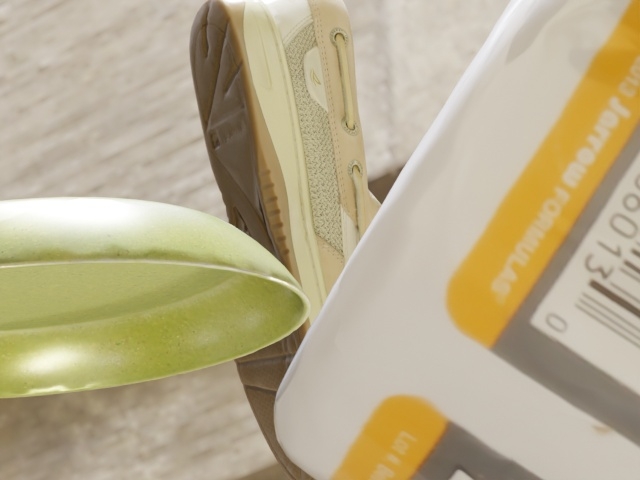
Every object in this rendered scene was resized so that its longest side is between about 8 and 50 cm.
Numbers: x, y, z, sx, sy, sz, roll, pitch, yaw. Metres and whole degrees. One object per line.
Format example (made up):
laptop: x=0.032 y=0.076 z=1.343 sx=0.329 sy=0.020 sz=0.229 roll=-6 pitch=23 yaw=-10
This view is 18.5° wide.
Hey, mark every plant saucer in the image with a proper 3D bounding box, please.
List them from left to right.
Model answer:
plant saucer: x=-0.125 y=0.025 z=0.832 sx=0.241 sy=0.241 sz=0.037 roll=21 pitch=59 yaw=-60

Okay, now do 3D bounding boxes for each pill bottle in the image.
pill bottle: x=0.142 y=0.053 z=0.452 sx=0.278 sy=0.162 sz=0.162 roll=33 pitch=24 yaw=4

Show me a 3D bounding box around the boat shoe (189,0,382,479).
boat shoe: x=0.000 y=0.000 z=1.163 sx=0.098 sy=0.109 sz=0.302 roll=-10 pitch=88 yaw=-28
